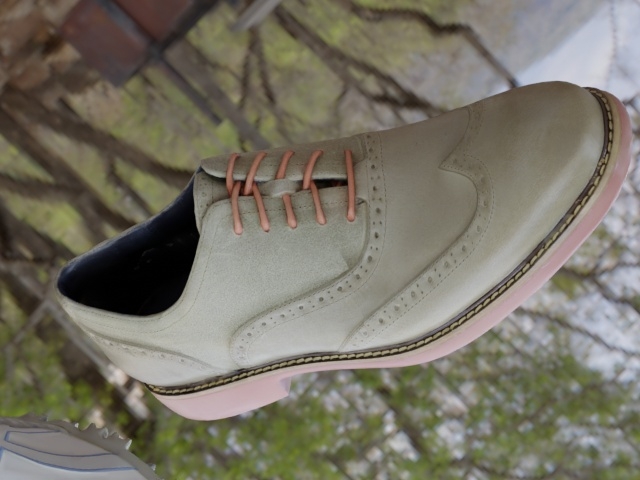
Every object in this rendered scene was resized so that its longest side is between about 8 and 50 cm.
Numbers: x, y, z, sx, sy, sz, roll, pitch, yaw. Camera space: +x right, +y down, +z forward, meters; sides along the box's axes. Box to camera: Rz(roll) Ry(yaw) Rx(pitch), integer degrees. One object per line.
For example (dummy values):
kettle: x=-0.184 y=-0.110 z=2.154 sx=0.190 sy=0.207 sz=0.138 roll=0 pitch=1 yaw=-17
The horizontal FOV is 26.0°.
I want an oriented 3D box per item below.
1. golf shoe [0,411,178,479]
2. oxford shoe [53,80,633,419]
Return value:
golf shoe: x=-0.107 y=0.076 z=0.387 sx=0.086 sy=0.176 sz=0.069 roll=-23 pitch=141 yaw=-60
oxford shoe: x=0.000 y=0.000 z=0.858 sx=0.397 sy=0.146 sz=0.140 roll=-29 pitch=-136 yaw=29
